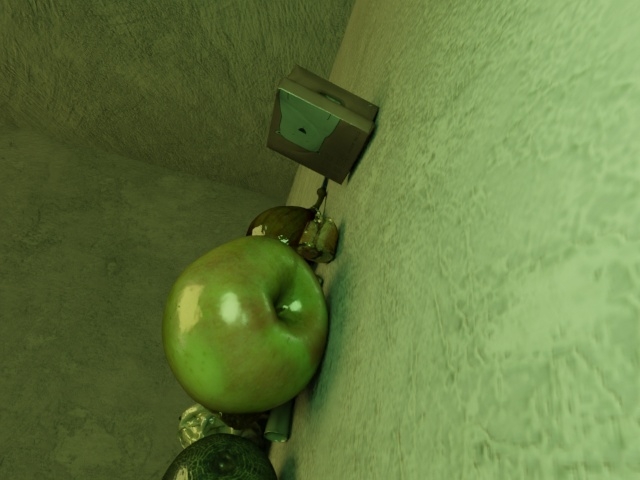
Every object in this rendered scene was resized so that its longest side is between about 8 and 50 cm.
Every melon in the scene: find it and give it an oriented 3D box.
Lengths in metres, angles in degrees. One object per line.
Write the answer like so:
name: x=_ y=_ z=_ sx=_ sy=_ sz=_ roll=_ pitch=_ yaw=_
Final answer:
melon: x=-0.200 y=0.523 z=0.829 sx=0.237 sy=0.237 sz=0.302 roll=-91 pitch=12 yaw=-62

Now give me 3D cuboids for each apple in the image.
apple: x=-0.145 y=0.162 z=0.817 sx=0.277 sy=0.319 sz=0.319 roll=-23 pitch=45 yaw=38

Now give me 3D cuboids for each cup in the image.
cup: x=-0.087 y=0.410 z=0.974 sx=0.054 sy=0.075 sz=0.083 roll=-24 pitch=35 yaw=30

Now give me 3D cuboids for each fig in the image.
fig: x=-0.070 y=-0.050 z=1.271 sx=0.321 sy=0.217 sz=0.217 roll=-54 pitch=-1 yaw=-24

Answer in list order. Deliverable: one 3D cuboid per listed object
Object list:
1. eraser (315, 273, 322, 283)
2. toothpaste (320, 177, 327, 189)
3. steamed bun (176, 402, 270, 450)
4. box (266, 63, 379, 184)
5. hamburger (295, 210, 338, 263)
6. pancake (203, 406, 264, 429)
eraser: x=-0.048 y=0.164 z=1.064 sx=0.117 sy=0.058 sz=0.172 roll=-161 pitch=86 yaw=-81
toothpaste: x=0.012 y=-0.181 z=1.405 sx=0.027 sy=0.019 sz=0.083 roll=43 pitch=-120 yaw=-72
steamed bun: x=-0.243 y=0.543 z=1.232 sx=0.280 sy=0.207 sz=0.268 roll=-34 pitch=-47 yaw=-38
box: x=0.000 y=-0.251 z=0.960 sx=0.086 sy=0.215 sz=0.215 roll=-65 pitch=2 yaw=-26
hamburger: x=0.003 y=-0.006 z=0.973 sx=0.176 sy=0.087 sz=0.102 roll=106 pitch=-171 yaw=-77
pancake: x=-0.181 y=0.251 z=1.050 sx=0.387 sy=0.082 sz=0.387 roll=21 pitch=-115 yaw=-56
